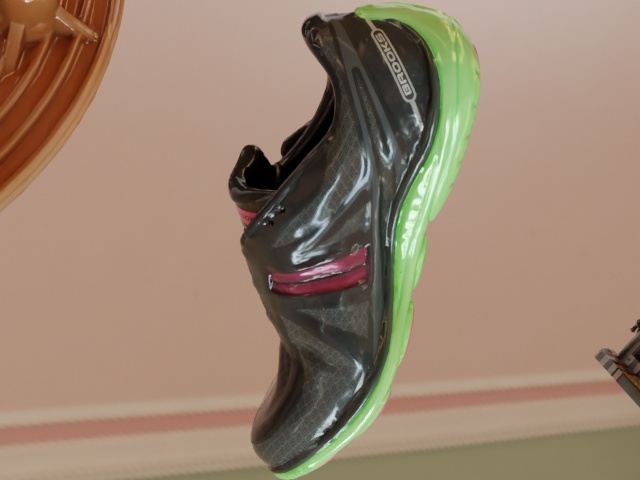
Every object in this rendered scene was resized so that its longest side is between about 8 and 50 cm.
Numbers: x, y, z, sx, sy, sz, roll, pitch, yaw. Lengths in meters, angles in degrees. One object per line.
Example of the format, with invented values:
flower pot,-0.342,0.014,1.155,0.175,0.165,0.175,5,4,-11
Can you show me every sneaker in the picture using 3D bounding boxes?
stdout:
sneaker,0.000,0.000,1.187,0.202,0.482,0.185,12,-164,-9

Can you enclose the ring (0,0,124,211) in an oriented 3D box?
ring,-0.229,-0.111,0.389,0.337,0.032,0.336,7,-124,-11

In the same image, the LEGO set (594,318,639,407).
LEGO set,0.470,0.106,1.369,0.255,0.331,0.192,11,-149,-40
